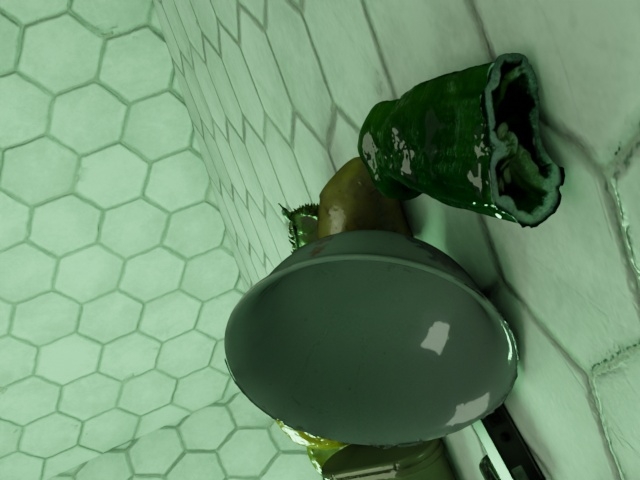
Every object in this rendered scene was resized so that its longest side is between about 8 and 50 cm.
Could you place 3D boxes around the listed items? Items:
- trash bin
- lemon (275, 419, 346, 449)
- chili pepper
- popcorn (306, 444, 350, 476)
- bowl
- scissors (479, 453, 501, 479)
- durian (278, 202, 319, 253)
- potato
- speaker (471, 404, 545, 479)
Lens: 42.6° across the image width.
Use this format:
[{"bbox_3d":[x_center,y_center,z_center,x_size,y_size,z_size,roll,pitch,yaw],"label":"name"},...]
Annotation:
[{"bbox_3d":[0.146,0.477,1.442,0.243,0.121,0.248,-20,96,35],"label":"trash bin"},{"bbox_3d":[0.008,0.274,1.580,0.288,0.233,0.234,-85,-18,-58],"label":"lemon"},{"bbox_3d":[0.114,-0.089,0.780,0.136,0.099,0.270,61,166,-14],"label":"chili pepper"},{"bbox_3d":[0.053,0.407,1.766,0.204,0.183,0.221,-60,-35,-55],"label":"popcorn"},{"bbox_3d":[0.062,0.091,1.001,0.157,0.345,0.346,-83,-14,-46],"label":"bowl"},{"bbox_3d":[0.260,0.356,1.039,0.138,0.041,0.289,30,-169,-17],"label":"scissors"},{"bbox_3d":[0.005,-0.008,1.431,0.221,0.137,0.096,77,-160,-58],"label":"durian"},{"bbox_3d":[0.055,-0.026,1.096,0.137,0.137,0.176,-138,31,-64],"label":"potato"},{"bbox_3d":[0.218,0.230,1.054,0.046,0.040,0.191,97,148,-66],"label":"speaker"}]
